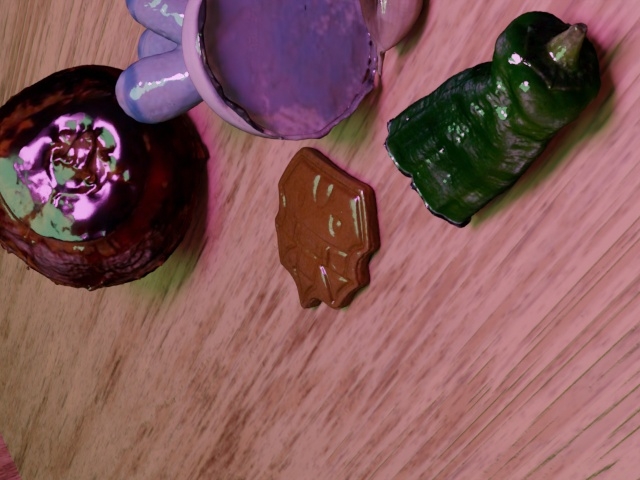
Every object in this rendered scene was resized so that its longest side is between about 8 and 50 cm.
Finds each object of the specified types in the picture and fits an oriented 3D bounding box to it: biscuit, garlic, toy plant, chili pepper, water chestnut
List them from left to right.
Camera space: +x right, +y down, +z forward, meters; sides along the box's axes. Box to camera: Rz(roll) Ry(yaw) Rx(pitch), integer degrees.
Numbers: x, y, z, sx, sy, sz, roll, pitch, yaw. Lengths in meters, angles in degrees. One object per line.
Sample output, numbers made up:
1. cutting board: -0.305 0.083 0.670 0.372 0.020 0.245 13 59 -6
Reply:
1. water chestnut: -0.339 -0.095 1.444 0.302 0.350 0.350 -58 -43 -84
2. toy plant: -0.120 -0.232 1.142 0.332 0.247 0.247 8 108 54
3. biscuit: -0.002 0.001 1.215 0.182 0.034 0.215 38 129 39
4. garlic: 0.077 -0.265 1.015 0.084 0.066 0.152 140 117 -79
5. chili pepper: 0.170 -0.124 0.906 0.270 0.099 0.136 -41 60 54
